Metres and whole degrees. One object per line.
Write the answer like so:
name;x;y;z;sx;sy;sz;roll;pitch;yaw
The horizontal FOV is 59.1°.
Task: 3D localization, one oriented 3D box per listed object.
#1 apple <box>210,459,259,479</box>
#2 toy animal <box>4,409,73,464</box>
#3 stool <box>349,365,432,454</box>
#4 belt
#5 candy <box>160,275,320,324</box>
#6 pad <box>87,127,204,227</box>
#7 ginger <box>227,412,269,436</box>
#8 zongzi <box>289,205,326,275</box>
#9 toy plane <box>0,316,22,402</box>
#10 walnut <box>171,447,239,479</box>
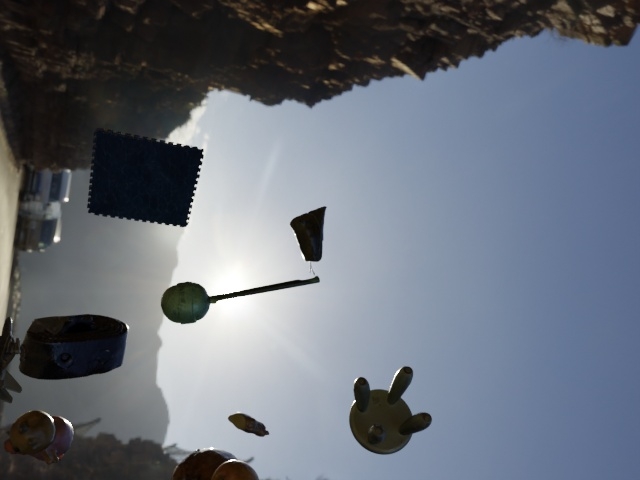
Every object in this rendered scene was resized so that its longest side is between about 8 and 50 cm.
apple;-0.243;0.682;1.567;0.146;0.146;0.146;-31;-125;58
toy animal;-0.973;0.676;1.954;0.195;0.169;0.281;48;-10;24
stool;0.193;0.487;1.616;0.198;0.195;0.195;102;-26;-51
belt;-0.684;0.280;1.577;0.184;0.289;0.164;24;-75;37
candy;-0.213;0.147;1.555;0.119;0.440;0.119;172;-90;-76
pad;-0.452;-0.151;1.452;0.012;0.269;0.269;-104;-152;-48
ginger;-0.306;0.778;2.392;0.137;0.213;0.074;19;-106;28
zongzi;0.000;0.000;1.387;0.062;0.130;0.154;-16;-83;41
toy plane;-0.706;0.251;1.226;0.192;0.088;0.262;-47;-134;13
walnut;-0.361;0.753;1.768;0.336;0.209;0.209;66;20;-66
